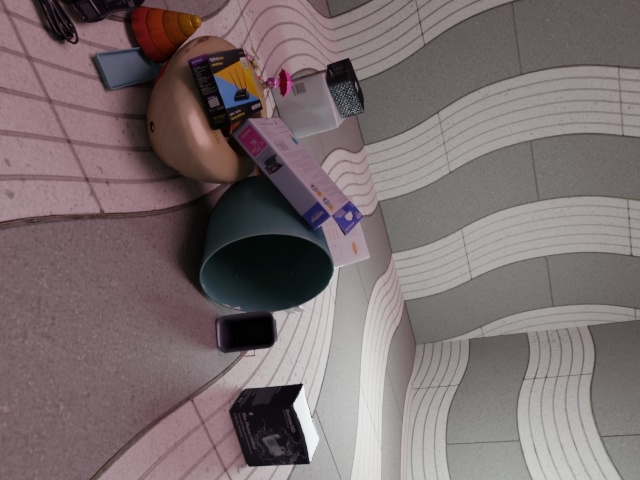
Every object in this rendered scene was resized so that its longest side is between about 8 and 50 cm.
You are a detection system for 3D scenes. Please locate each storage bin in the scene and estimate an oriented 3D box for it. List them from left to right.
[{"bbox_3d":[-0.161,0.220,1.150,0.091,0.135,0.098,50,32,-75],"label":"storage bin"},{"bbox_3d":[0.093,-0.550,1.789,0.180,0.085,0.121,56,28,-48],"label":"storage bin"}]

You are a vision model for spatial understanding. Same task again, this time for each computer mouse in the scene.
[{"bbox_3d":[-0.422,-0.469,0.856,0.262,0.060,0.184,-64,146,-44],"label":"computer mouse"}]

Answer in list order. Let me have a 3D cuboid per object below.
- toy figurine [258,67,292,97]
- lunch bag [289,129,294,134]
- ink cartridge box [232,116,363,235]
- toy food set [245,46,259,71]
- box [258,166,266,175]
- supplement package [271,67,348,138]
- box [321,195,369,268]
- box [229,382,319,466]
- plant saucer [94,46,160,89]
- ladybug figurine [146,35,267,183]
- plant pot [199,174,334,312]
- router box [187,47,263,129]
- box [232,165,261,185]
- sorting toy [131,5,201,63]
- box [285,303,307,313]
[{"bbox_3d":[-0.167,-0.464,1.470,0.173,0.160,0.129,-31,109,-71],"label":"toy figurine"},{"bbox_3d":[-0.125,-0.208,1.470,0.176,0.090,0.218,164,-81,-70],"label":"lunch bag"},{"bbox_3d":[-0.040,-0.135,1.078,0.311,0.065,0.186,47,21,-1],"label":"ink cartridge box"},{"bbox_3d":[-0.226,-0.555,1.581,0.078,0.019,0.122,50,41,-56],"label":"toy food set"},{"bbox_3d":[-0.156,-0.218,1.341,0.038,0.186,0.145,-28,110,-34],"label":"box"},{"bbox_3d":[-0.030,-0.522,1.864,0.262,0.200,0.197,-63,138,-63],"label":"supplement package"},{"bbox_3d":[-0.025,-0.007,1.467,0.345,0.169,0.214,-10,83,-58],"label":"box"},{"bbox_3d":[-0.104,0.428,1.143,0.093,0.159,0.155,-49,125,-68],"label":"box"},{"bbox_3d":[-0.379,-0.344,0.978,0.192,0.018,0.067,-66,142,-63],"label":"plant saucer"},{"bbox_3d":[-0.249,-0.286,1.106,0.449,0.162,0.304,-70,144,-57],"label":"ladybug figurine"},{"bbox_3d":[-0.130,-0.010,1.144,0.293,0.293,0.235,58,17,-49],"label":"plant pot"},{"bbox_3d":[-0.182,-0.304,0.979,0.179,0.046,0.133,-62,137,-62],"label":"router box"},{"bbox_3d":[-0.197,-0.159,1.327,0.028,0.081,0.136,-68,143,-59],"label":"box"},{"bbox_3d":[-0.330,-0.563,1.012,0.127,0.126,0.365,-40,121,-70],"label":"sorting toy"},{"bbox_3d":[-0.087,0.068,1.564,0.067,0.063,0.323,44,39,-61],"label":"box"}]
